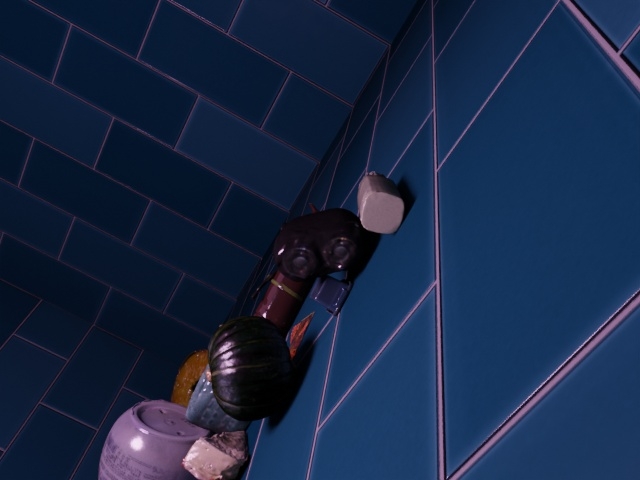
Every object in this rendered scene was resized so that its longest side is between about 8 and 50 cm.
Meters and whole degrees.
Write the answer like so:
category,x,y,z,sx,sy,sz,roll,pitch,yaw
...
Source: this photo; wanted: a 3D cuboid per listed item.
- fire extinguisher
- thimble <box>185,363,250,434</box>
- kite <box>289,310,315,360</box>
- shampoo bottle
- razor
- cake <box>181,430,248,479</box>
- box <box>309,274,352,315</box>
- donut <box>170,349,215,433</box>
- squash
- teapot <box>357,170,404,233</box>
category,x,y,z,sx,sy,sz,roll,pitch,yaw
fire extinguisher,-0.071,0.075,1.760,0.105,0.141,0.341,17,78,54
thimble,-0.220,0.364,1.644,0.235,0.143,0.198,-54,12,49
kite,-0.044,0.208,1.560,0.125,0.008,0.222,-56,10,20
shampoo bottle,-0.403,0.555,1.675,0.273,0.273,0.266,-113,43,-80
razor,-0.001,-0.004,1.435,0.327,0.189,0.107,-90,-15,-81
cake,-0.188,0.469,1.451,0.086,0.117,0.220,-59,-25,-3
box,0.017,0.103,1.351,0.074,0.054,0.099,-64,9,-4
donut,-0.319,0.438,1.963,0.272,0.107,0.272,-30,48,41
squash,-0.141,0.252,1.360,0.172,0.218,0.218,-24,5,-6
teapot,0.108,-0.061,1.295,0.200,0.077,0.107,-88,8,-73
